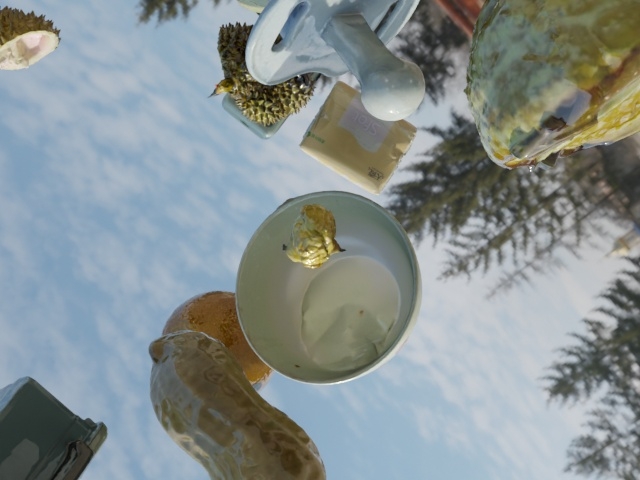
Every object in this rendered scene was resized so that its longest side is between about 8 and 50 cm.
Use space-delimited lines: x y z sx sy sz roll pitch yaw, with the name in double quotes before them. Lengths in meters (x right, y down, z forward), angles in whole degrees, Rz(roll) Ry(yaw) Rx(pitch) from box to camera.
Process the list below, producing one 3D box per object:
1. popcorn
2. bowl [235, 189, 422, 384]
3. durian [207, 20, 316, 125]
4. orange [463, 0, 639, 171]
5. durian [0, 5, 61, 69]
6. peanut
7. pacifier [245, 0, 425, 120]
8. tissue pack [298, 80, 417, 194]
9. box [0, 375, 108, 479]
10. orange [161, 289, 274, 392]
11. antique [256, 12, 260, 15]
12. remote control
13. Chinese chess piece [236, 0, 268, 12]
"popcorn" 0.000 0.000 0.996 0.084 0.084 0.084 42 -159 -20
"bowl" 0.028 0.076 1.147 0.277 0.277 0.145 59 -168 24
"durian" -0.093 -0.302 1.385 0.237 0.138 0.193 -50 -53 -56
"orange" 0.286 -0.214 0.809 0.368 0.271 0.210 -13 -106 -47
"durian" -0.627 -0.400 1.529 0.138 0.183 0.249 50 -157 5
"peanut" -0.098 0.216 0.895 0.298 0.120 0.136 46 -172 23
"pacifier" 0.056 -0.252 0.979 0.287 0.238 0.226 -20 -110 -49
"tissue pack" 0.085 -0.231 1.773 0.222 0.186 0.090 32 -176 -4
"box" -0.351 0.253 0.837 0.130 0.227 0.162 52 -145 -17
"orange" -0.225 0.243 1.780 0.274 0.274 0.274 42 -159 -20
"antique" -0.020 -0.522 1.339 0.125 0.284 0.150 48 166 3
"remote control" -0.081 -0.367 1.720 0.140 0.296 0.056 39 164 -11
"Chinese chess piece" -0.040 -0.385 1.095 0.188 0.188 0.083 -1 -103 -65
